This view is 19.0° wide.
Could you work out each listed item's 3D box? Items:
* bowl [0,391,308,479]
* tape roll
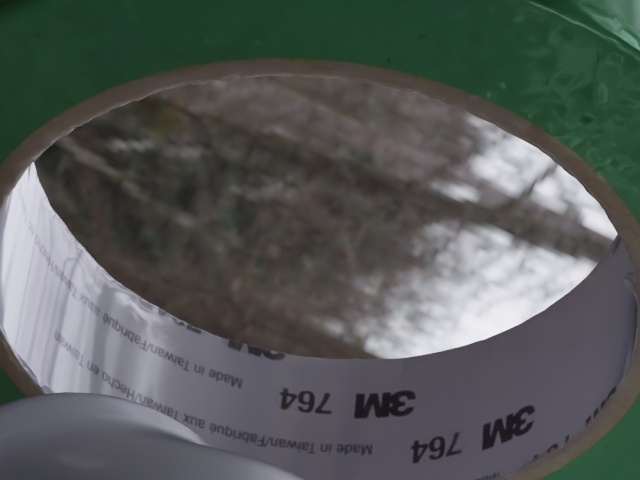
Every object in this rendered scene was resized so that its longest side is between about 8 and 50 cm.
[{"bbox_3d":[-0.024,0.191,0.554,0.134,0.298,0.298,-5,-121,32],"label":"bowl"},{"bbox_3d":[0.000,0.000,0.677,0.321,0.321,0.077,-45,-153,40],"label":"tape roll"}]
